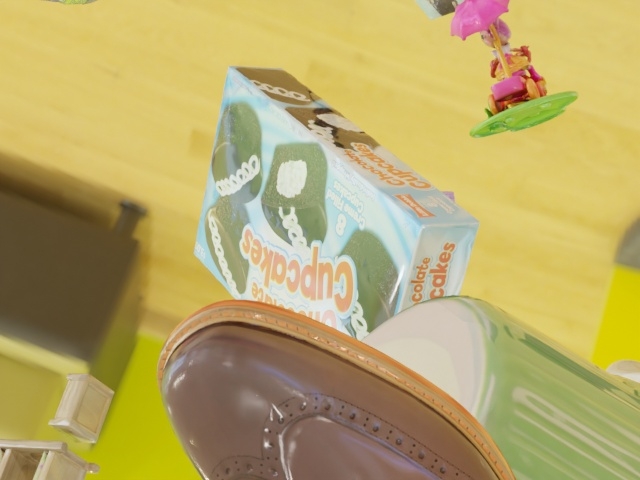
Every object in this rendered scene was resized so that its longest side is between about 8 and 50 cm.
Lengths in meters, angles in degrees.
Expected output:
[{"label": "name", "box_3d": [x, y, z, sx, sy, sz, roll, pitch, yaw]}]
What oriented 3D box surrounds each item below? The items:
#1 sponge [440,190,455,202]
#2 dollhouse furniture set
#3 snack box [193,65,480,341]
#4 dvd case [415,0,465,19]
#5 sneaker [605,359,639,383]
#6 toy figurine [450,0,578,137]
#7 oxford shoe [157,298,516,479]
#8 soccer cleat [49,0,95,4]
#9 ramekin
[{"label": "sponge", "box_3d": [0.077, -0.037, 1.940, 0.117, 0.031, 0.210, -10, 180, -23]}, {"label": "dollhouse furniture set", "box_3d": [-0.245, 0.247, 1.459, 0.101, 0.182, 0.161, -3, 147, 35]}, {"label": "snack box", "box_3d": [0.000, 0.000, 1.220, 0.060, 0.187, 0.322, -3, -153, -31]}, {"label": "dvd case", "box_3d": [0.140, -0.349, 1.978, 0.119, 0.013, 0.087, 49, 151, -21]}, {"label": "sneaker", "box_3d": [0.423, 0.225, 1.409, 0.350, 0.148, 0.131, 15, -175, 3]}, {"label": "toy figurine", "box_3d": [0.213, -0.213, 1.703, 0.130, 0.159, 0.173, -22, 173, 21]}, {"label": "oxford shoe", "box_3d": [0.037, 0.130, 0.540, 0.271, 0.098, 0.097, 44, 109, 4]}, {"label": "soccer cleat", "box_3d": [-0.244, -0.260, 1.192, 0.121, 0.093, 0.289, -14, 164, 11]}, {"label": "ramekin", "box_3d": [0.066, 0.179, 0.878, 0.148, 0.303, 0.303, 36, 150, -17]}]
